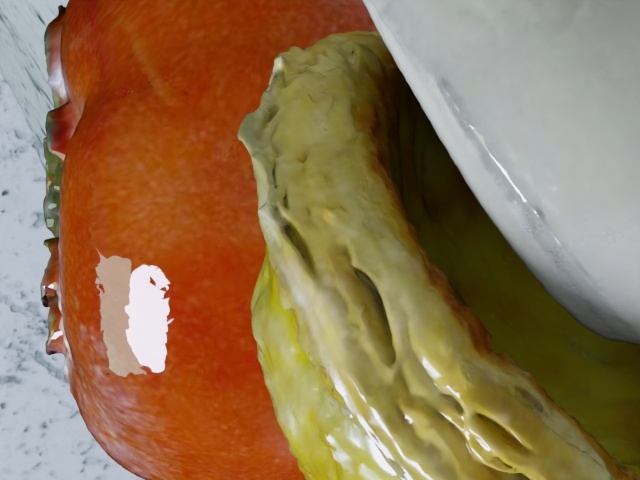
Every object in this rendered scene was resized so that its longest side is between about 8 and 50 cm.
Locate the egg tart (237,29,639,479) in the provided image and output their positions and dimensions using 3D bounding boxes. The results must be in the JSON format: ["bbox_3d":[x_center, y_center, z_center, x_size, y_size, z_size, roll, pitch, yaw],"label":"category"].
[{"bbox_3d":[0.060,0.051,0.798,0.319,0.128,0.319,41,-155,-24],"label":"egg tart"}]

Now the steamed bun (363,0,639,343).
[{"bbox_3d":[0.110,-0.072,0.729,0.228,0.130,0.177,60,-167,24],"label":"steamed bun"}]

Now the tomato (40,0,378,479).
[{"bbox_3d":[-0.027,-0.018,1.076,0.341,0.272,0.341,180,90,-82],"label":"tomato"}]
